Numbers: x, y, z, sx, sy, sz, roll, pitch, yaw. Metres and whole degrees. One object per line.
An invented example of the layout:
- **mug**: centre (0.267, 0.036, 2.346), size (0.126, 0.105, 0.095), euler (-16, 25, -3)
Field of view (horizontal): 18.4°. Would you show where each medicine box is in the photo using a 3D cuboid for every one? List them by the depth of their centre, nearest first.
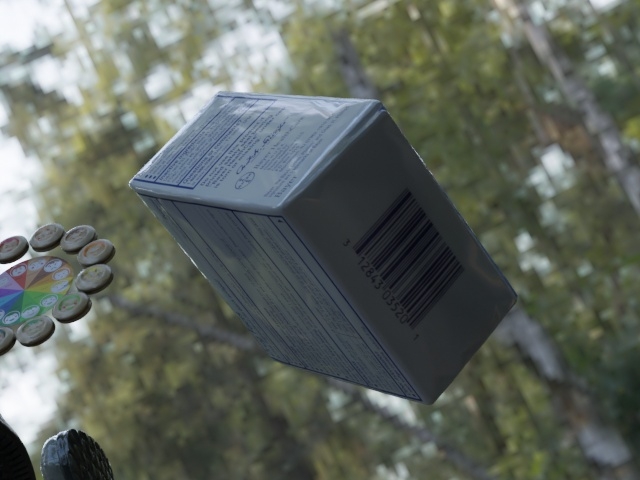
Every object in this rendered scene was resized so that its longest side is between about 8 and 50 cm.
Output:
- **medicine box**: centre (0.000, 0.000, 1.917), size (0.149, 0.263, 0.289), euler (-48, 29, -20)

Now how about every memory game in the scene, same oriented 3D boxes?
- **memory game**: centre (-0.277, 0.044, 1.844), size (0.186, 0.012, 0.186), euler (-16, 35, 11)

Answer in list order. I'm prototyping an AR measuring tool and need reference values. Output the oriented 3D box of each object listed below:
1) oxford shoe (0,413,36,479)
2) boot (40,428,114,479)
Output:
- **oxford shoe**: centre (-0.401, 0.218, 2.331), size (0.082, 0.227, 0.096), euler (-24, 28, 4)
- **boot**: centre (-0.236, 0.246, 1.600), size (0.161, 0.083, 0.246), euler (-13, -33, 0)
